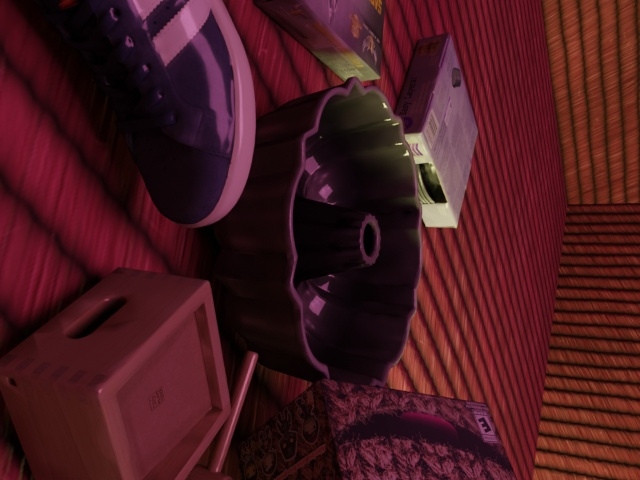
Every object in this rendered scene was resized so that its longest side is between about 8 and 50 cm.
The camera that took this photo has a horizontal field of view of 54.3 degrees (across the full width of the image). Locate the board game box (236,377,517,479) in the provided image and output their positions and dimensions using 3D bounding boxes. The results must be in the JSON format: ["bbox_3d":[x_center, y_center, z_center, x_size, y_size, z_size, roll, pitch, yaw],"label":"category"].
[{"bbox_3d":[0.077,0.294,0.548,0.232,0.141,0.291,16,42,-35],"label":"board game box"}]

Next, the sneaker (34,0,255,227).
[{"bbox_3d":[-0.149,-0.168,0.413,0.148,0.131,0.349,-26,107,-51],"label":"sneaker"}]

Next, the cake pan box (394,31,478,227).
[{"bbox_3d":[0.212,-0.190,1.125,0.245,0.070,0.266,54,45,-44],"label":"cake pan box"}]

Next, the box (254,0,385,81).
[{"bbox_3d":[0.012,-0.324,0.763,0.231,0.056,0.183,20,72,-60],"label":"box"}]

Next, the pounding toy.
[{"bbox_3d":[-0.128,0.129,0.483,0.181,0.094,0.206,-52,144,-55],"label":"pounding toy"}]

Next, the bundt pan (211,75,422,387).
[{"bbox_3d":[0.000,0.000,0.674,0.331,0.124,0.330,2,87,-61],"label":"bundt pan"}]
